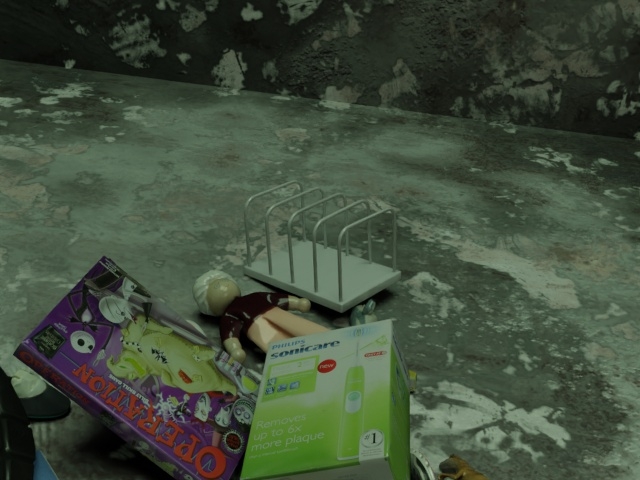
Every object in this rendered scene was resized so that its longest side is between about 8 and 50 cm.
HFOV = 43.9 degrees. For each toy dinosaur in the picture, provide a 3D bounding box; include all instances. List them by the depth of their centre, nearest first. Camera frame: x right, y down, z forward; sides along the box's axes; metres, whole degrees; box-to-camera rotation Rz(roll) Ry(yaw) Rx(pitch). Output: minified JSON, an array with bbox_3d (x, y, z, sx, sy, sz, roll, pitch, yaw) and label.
[{"bbox_3d":[0.232,0.365,1.133,0.112,0.064,0.211,-17,31,-28],"label":"toy dinosaur"}]

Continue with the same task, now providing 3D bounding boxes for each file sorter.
[{"bbox_3d":[0.000,0.000,1.639,0.277,0.173,0.192,19,31,38],"label":"file sorter"}]

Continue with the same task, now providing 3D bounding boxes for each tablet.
[{"bbox_3d":[-0.418,0.338,1.154,0.054,0.006,0.083,-16,36,-34],"label":"tablet"}]

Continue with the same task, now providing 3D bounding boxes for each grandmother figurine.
[{"bbox_3d":[-0.100,0.149,1.460,0.342,0.104,0.207,26,30,31],"label":"grandmother figurine"}]

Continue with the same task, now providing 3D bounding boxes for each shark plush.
[{"bbox_3d":[0.067,0.181,1.507,0.067,0.073,0.161,-3,44,28],"label":"shark plush"}]

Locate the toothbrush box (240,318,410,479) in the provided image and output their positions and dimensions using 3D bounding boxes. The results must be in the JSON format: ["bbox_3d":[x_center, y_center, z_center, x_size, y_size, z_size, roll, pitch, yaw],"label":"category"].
[{"bbox_3d":[0.018,0.262,1.157,0.206,0.122,0.283,-12,29,14],"label":"toothbrush box"}]

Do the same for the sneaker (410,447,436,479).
[{"bbox_3d":[0.100,0.336,1.185,0.074,0.063,0.170,-18,33,-31],"label":"sneaker"}]

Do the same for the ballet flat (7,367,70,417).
[{"bbox_3d":[-0.501,0.236,1.265,0.203,0.074,0.074,7,28,3],"label":"ballet flat"}]

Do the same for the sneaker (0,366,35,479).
[{"bbox_3d":[-0.588,0.269,1.153,0.257,0.169,0.447,-33,55,0],"label":"sneaker"}]

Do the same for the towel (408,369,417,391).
[{"bbox_3d":[0.132,0.234,1.405,0.083,0.009,0.060,26,27,4],"label":"towel"}]

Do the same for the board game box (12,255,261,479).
[{"bbox_3d":[-0.245,0.199,1.172,0.347,0.056,0.208,40,45,-8],"label":"board game box"}]

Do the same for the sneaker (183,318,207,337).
[{"bbox_3d":[-0.239,0.188,1.412,0.070,0.051,0.134,-12,36,-38],"label":"sneaker"}]
